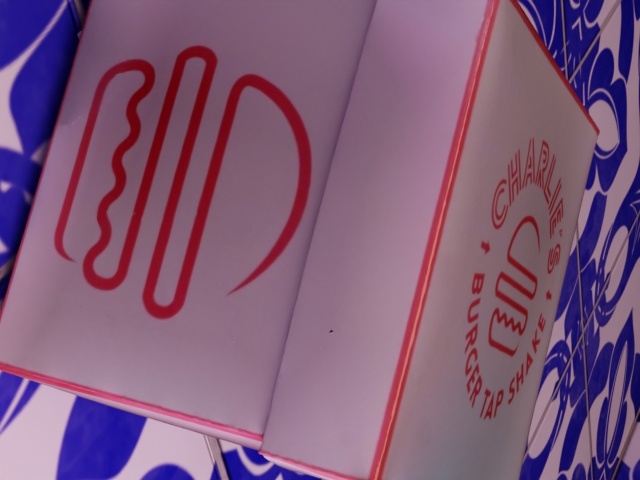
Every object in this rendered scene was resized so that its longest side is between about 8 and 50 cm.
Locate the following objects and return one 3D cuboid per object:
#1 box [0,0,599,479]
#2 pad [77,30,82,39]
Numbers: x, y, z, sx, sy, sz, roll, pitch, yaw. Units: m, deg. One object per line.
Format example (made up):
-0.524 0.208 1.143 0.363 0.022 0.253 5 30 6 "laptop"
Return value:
0.000 0.000 0.878 0.314 0.300 0.312 29 74 -63 "box"
-0.105 -0.150 0.963 0.232 0.004 0.156 -53 142 -43 "pad"
